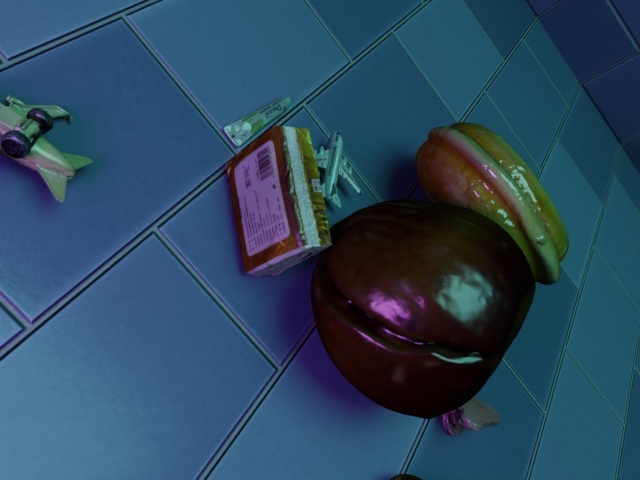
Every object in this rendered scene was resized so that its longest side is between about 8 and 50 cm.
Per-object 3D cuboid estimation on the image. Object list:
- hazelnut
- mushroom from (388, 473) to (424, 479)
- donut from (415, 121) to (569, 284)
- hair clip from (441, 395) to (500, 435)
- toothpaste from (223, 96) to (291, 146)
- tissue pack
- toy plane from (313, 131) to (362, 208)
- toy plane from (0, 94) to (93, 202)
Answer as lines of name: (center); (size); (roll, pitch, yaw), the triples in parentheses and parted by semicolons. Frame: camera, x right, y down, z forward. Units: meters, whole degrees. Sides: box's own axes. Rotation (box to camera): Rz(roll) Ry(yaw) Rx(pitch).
hazelnut: (0.183, 0.119, 1.048); (0.402, 0.402, 0.429); (57, 39, -5)
mushroom: (0.159, 0.485, 1.047); (0.126, 0.085, 0.109); (32, 88, -28)
donut: (0.388, -0.079, 1.314); (0.449, 0.198, 0.449); (53, 4, -6)
hair clip: (0.310, 0.342, 1.225); (0.123, 0.102, 0.138); (14, 62, -39)
toothpaste: (-0.121, -0.250, 1.170); (0.048, 0.029, 0.197); (53, 50, -8)
tissue pack: (-0.081, -0.065, 1.013); (0.091, 0.183, 0.226); (-2, 73, -42)
toy plane: (0.022, -0.157, 1.225); (0.162, 0.065, 0.171); (22, 57, -32)
toy plane: (-0.450, -0.155, 0.807); (0.244, 0.092, 0.229); (40, 34, -24)
